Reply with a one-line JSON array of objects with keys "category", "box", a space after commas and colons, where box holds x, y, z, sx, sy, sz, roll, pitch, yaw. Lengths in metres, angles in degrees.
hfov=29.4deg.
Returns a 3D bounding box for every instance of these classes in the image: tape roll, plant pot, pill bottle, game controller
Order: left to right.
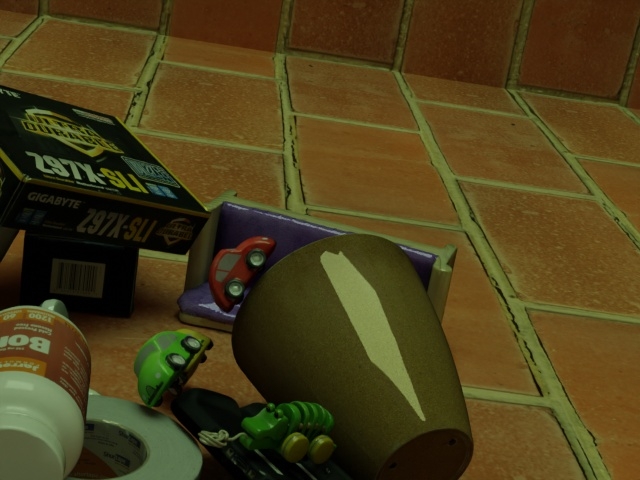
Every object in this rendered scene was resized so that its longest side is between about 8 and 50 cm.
[{"category": "pill bottle", "box": [-0.270, 0.153, 1.093, 0.121, 0.121, 0.216, 6, 20, -11]}, {"category": "tape roll", "box": [-0.227, 0.232, 1.186, 0.219, 0.072, 0.219, 10, 19, -3]}, {"category": "game controller", "box": [-0.026, 0.244, 1.209, 0.166, 0.067, 0.319, 19, 9, -41]}, {"category": "plant pot", "box": [0.056, 0.159, 1.342, 0.237, 0.237, 0.254, -1, 36, -28]}]

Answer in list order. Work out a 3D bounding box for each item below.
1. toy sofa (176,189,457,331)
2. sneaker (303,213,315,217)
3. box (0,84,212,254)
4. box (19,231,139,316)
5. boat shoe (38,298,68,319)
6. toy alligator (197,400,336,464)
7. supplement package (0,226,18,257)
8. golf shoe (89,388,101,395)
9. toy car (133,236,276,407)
[{"category": "toy sofa", "box": [-0.005, 0.055, 1.668, 0.363, 0.150, 0.177, 15, 19, 12]}, {"category": "sneaker", "box": [0.000, 0.000, 1.927, 0.234, 0.078, 0.106, 7, 22, -2]}, {"category": "box", "box": [-0.332, -0.098, 1.583, 0.322, 0.079, 0.257, 12, 28, -52]}, {"category": "box", "box": [-0.328, 0.012, 1.690, 0.153, 0.108, 0.207, 6, 20, -10]}, {"category": "boat shoe", "box": [-0.318, 0.122, 1.338, 0.083, 0.183, 0.065, 3, 58, -4]}, {"category": "toy alligator", "box": [-0.038, 0.177, 1.169, 0.056, 0.051, 0.190, 31, 9, 40]}, {"category": "supplement package", "box": [-0.486, -0.005, 1.490, 0.175, 0.177, 0.293, 31, 18, -7]}, {"category": "golf shoe", "box": [-0.320, 0.165, 1.288, 0.186, 0.086, 0.067, 7, 55, -4]}, {"category": "toy car", "box": [-0.149, 0.106, 1.335, 0.053, 0.239, 0.225, 35, 25, 3]}]
